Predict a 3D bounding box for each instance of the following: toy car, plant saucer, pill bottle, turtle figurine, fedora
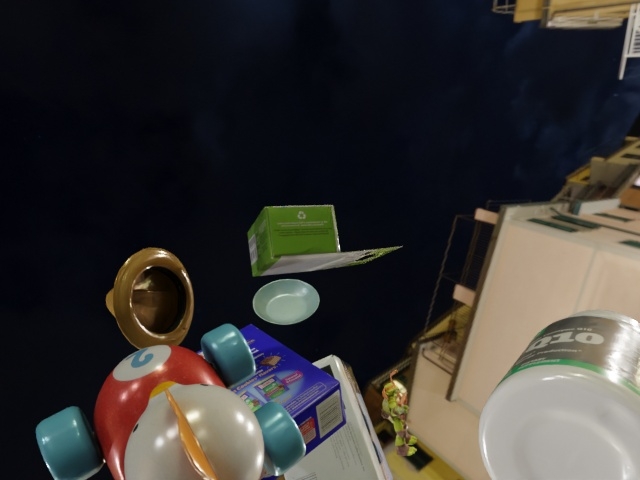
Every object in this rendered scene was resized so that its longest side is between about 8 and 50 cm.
[{"bbox_3d":[-0.125,0.175,0.416,0.219,0.210,0.238,-26,-17,-29],"label":"toy car"},{"bbox_3d":[-0.100,0.188,1.346,0.194,0.195,0.038,-23,-49,-28],"label":"plant saucer"},{"bbox_3d":[0.371,0.219,0.631,0.361,0.204,0.204,-9,-67,-54],"label":"pill bottle"},{"bbox_3d":[0.228,0.524,1.377,0.087,0.269,0.218,-15,-91,1],"label":"turtle figurine"},{"bbox_3d":[-0.303,0.106,0.797,0.194,0.079,0.195,-8,-90,-69],"label":"fedora"}]

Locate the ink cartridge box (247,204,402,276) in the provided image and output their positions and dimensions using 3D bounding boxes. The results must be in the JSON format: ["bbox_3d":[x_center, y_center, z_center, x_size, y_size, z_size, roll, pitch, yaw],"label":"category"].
[{"bbox_3d":[0.000,0.000,0.909,0.255,0.189,0.097,-4,-102,-20],"label":"ink cartridge box"}]

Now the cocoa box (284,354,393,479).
[{"bbox_3d":[0.020,0.527,1.248,0.231,0.347,0.228,-24,-24,6],"label":"cocoa box"}]

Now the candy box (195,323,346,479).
[{"bbox_3d":[-0.154,0.324,0.928,0.268,0.317,0.122,-24,-60,-34],"label":"candy box"}]
